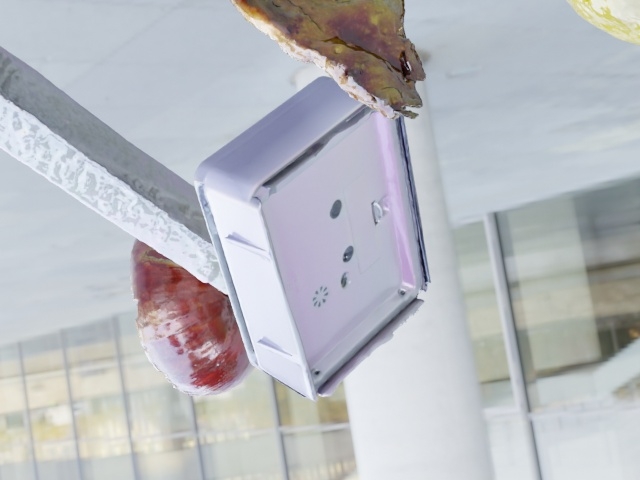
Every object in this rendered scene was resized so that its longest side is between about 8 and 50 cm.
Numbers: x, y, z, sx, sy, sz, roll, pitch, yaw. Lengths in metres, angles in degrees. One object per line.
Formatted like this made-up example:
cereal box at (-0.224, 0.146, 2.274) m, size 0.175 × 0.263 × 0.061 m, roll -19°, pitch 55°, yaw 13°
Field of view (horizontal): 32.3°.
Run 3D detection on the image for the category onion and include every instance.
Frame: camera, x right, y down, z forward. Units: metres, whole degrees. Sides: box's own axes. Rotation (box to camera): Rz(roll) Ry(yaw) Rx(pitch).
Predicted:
onion at (-0.147, 0.076, 1.399) m, size 0.161 × 0.248 × 0.248 m, roll -3°, pitch 175°, yaw 1°

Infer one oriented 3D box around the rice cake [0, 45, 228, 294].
rice cake at (-0.178, -0.053, 0.984) m, size 0.365 × 0.073 × 0.056 m, roll 35°, pitch 126°, yaw -21°

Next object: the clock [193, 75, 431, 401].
clock at (0.000, 0.001, 0.786) m, size 0.073 × 0.193 × 0.144 m, roll 24°, pitch -129°, yaw 38°

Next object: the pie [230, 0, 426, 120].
pie at (-0.003, -0.114, 0.443) m, size 0.088 × 0.191 × 0.033 m, roll 14°, pitch 125°, yaw -12°

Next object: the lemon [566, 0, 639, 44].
lemon at (0.324, -0.290, 0.970) m, size 0.310 × 0.254 × 0.253 m, roll -9°, pitch 175°, yaw 14°
